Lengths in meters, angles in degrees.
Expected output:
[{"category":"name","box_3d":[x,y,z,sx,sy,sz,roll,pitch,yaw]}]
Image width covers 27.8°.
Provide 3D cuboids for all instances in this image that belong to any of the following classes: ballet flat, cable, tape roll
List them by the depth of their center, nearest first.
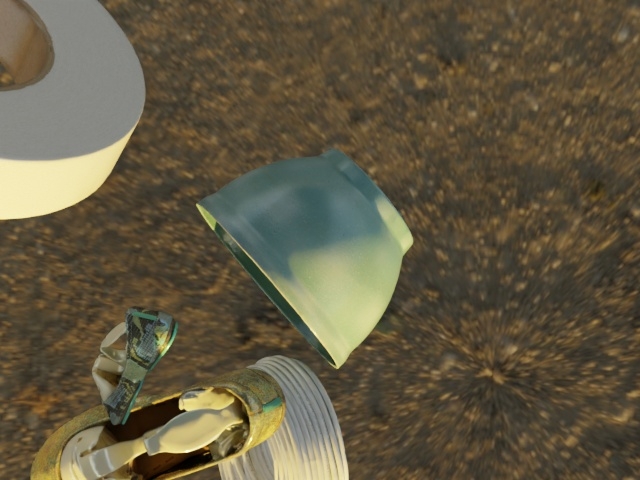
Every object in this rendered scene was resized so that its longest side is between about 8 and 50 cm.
[{"category":"tape roll","box_3d":[-0.344,-0.175,1.129,0.392,0.392,0.072,40,122,10]},{"category":"ballet flat","box_3d":[-0.211,0.131,1.392,0.070,0.070,0.188,40,131,10]},{"category":"ballet flat","box_3d":[-0.210,0.242,1.532,0.349,0.123,0.123,-21,82,12]},{"category":"cable","box_3d":[-0.058,0.287,1.768,0.089,0.257,0.257,-10,103,-29]}]

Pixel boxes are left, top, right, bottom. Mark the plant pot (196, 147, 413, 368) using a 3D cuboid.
[{"category":"plant pot","box_3d":[0.000,0.000,1.751,0.196,0.293,0.293,-40,81,-6]}]
